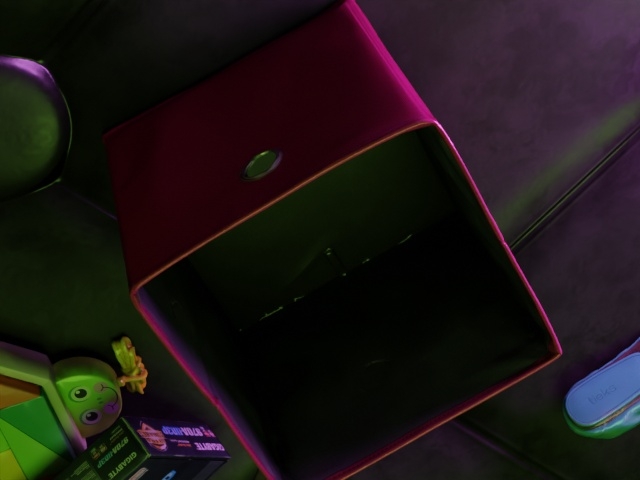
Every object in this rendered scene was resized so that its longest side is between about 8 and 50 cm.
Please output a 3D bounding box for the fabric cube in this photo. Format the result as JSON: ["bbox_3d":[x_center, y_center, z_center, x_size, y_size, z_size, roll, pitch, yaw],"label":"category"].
[{"bbox_3d":[0.000,0.000,1.082,0.254,0.258,0.259,-29,123,4],"label":"fabric cube"}]

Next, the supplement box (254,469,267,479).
[{"bbox_3d":[-0.036,0.283,1.410,0.056,0.083,0.083,9,121,-23],"label":"supplement box"}]

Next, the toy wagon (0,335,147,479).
[{"bbox_3d":[-0.329,0.183,1.252,0.344,0.068,0.267,-18,129,-4],"label":"toy wagon"}]

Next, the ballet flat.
[{"bbox_3d":[0.376,0.136,1.447,0.247,0.083,0.087,-33,152,8],"label":"ballet flat"}]

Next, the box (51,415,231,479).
[{"bbox_3d":[-0.213,0.262,1.299,0.220,0.051,0.175,-42,158,9],"label":"box"}]
